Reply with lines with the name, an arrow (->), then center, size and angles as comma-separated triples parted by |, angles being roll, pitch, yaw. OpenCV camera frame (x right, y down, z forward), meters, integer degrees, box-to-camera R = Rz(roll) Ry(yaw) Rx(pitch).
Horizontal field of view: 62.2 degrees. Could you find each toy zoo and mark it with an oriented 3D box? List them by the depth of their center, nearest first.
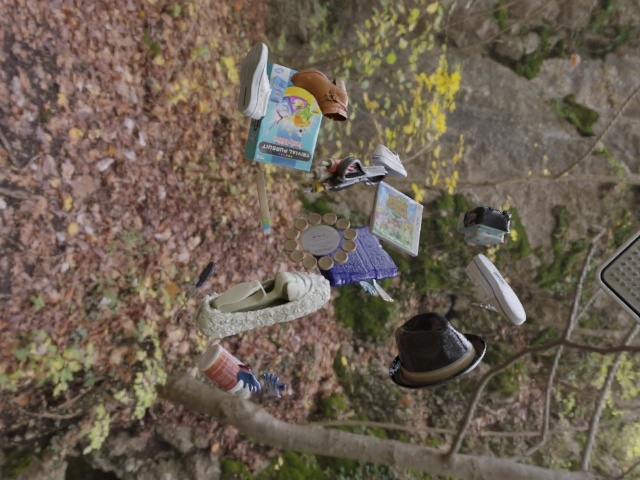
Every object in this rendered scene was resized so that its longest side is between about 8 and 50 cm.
toy zoo -> -0.232, -0.139, 2.158 | 0.293, 0.030, 0.193 | 114, -33, -77

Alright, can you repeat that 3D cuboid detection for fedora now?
fedora -> 0.340, 0.324, 1.665 | 0.153, 0.334, 0.334 | 63, 9, -9

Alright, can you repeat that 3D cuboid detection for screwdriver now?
screwdriver -> -0.302, 0.119, 1.253 | 0.170, 0.025, 0.024 | -50, 154, 4

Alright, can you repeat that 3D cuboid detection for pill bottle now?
pill bottle -> -0.361, 0.513, 2.068 | 0.121, 0.216, 0.121 | -37, -158, 18

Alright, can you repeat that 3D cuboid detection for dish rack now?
dish rack -> 1.084, 0.091, 1.712 | 0.333, 0.285, 0.072 | -46, 179, 9

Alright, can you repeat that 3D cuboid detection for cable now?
cable -> 0.082, -0.179, 1.323 | 0.287, 0.072, 0.139 | -21, 159, -46

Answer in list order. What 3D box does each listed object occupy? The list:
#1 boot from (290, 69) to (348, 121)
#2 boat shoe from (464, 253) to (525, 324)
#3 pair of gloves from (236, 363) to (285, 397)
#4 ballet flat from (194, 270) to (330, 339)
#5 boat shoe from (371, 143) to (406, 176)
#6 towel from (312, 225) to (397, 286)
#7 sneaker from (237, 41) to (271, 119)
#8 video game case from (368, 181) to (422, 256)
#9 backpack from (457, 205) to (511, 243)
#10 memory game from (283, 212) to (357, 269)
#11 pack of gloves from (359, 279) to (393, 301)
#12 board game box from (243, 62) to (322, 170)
boot -> 0.000, -0.465, 1.715 | 0.073, 0.197, 0.153 | 127, -36, -61
boat shoe -> 0.716, 0.235, 2.256 | 0.156, 0.135, 0.367 | -50, -136, 28
pair of gloves -> -0.213, 0.505, 1.882 | 0.159, 0.198, 0.023 | 87, 22, -46
ballet flat -> -0.143, 0.157, 1.451 | 0.147, 0.408, 0.147 | 43, -38, 47
boat shoe -> 0.301, -0.333, 2.236 | 0.258, 0.095, 0.084 | 22, 80, -59
towel -> 0.109, 0.059, 1.905 | 0.076, 0.308, 0.228 | -54, -127, 41
sneaker -> -0.205, -0.512, 1.724 | 0.091, 0.094, 0.258 | 23, 73, -49
video game case -> 0.256, -0.073, 1.772 | 0.023, 0.212, 0.194 | -21, -129, 50
backpack -> 0.632, -0.057, 2.084 | 0.188, 0.165, 0.145 | -173, -87, -73
memory game -> 0.000, 0.000, 1.307 | 0.012, 0.186, 0.186 | 84, 12, -49
pack of gloves -> 0.245, 0.200, 2.610 | 0.046, 0.195, 0.232 | -56, -137, 13
board game box -> -0.120, -0.440, 1.923 | 0.079, 0.253, 0.336 | 25, -74, 49
